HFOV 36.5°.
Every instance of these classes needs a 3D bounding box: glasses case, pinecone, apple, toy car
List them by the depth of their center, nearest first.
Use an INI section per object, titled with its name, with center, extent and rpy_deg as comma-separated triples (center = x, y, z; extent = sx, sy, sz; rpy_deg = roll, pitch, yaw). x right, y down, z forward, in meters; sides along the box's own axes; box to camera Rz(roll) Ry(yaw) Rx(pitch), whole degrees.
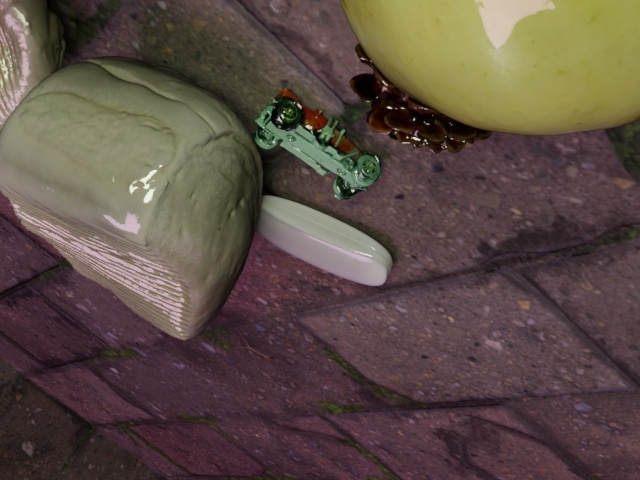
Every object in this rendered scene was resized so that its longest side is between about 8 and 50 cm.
[apple]
center = 0.128, -0.189, 0.563
extent = 0.262, 0.262, 0.262
rpy_deg = 25, 152, 14
[pinecone]
center = 0.094, -0.143, 0.797
extent = 0.140, 0.140, 0.121
rpy_deg = 27, 133, 9
[toy car]
center = -0.001, -0.102, 1.040
extent = 0.143, 0.054, 0.073
rpy_deg = 33, 154, -10
[glasses case]
center = 0.000, 0.000, 1.208
extent = 0.193, 0.049, 0.074
rpy_deg = 25, 151, 17

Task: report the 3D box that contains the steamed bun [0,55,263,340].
[steamed bun]
center = -0.184, -0.061, 1.102
extent = 0.247, 0.236, 0.383
rpy_deg = 27, 161, 15

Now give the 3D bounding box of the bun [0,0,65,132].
[bun]
center = -0.385, -0.239, 1.121
extent = 0.231, 0.133, 0.231
rpy_deg = 10, 125, 14
